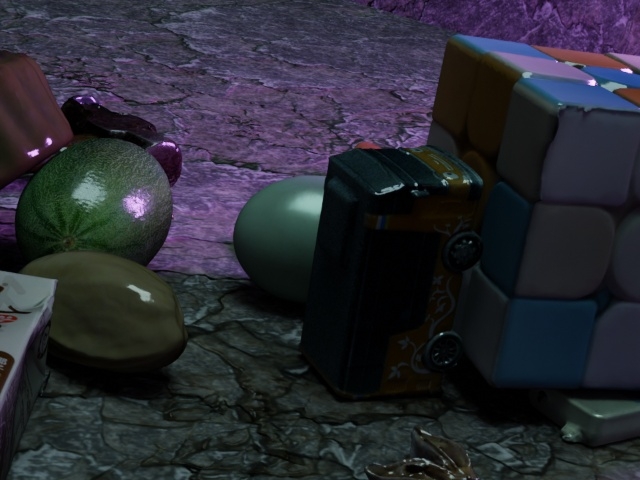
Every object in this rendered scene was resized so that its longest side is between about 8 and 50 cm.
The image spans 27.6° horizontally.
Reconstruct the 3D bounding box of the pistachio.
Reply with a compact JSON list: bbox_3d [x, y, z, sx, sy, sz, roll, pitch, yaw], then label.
[{"bbox_3d":[-0.243,0.079,1.439,0.226,0.136,0.136,16,20,29],"label":"pistachio"}]

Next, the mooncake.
[{"bbox_3d":[-0.461,-0.126,1.632,0.290,0.161,0.290,-27,13,7],"label":"mooncake"}]

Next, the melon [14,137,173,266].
[{"bbox_3d":[-0.277,-0.036,1.627,0.182,0.182,0.287,14,22,7],"label":"melon"}]

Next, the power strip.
[{"bbox_3d":[0.371,0.187,1.572,0.270,0.046,0.118,-5,27,-35],"label":"power strip"}]

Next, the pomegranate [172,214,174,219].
[{"bbox_3d":[-0.249,-0.051,1.844,0.084,0.073,0.073,30,24,7],"label":"pomegranate"}]

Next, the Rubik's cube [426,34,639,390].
[{"bbox_3d":[0.332,-0.037,1.595,0.347,0.347,0.344,6,20,-17],"label":"Rubik's cube"}]

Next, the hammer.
[{"bbox_3d":[-0.428,-0.117,1.922,0.409,0.095,0.242,-14,32,-39],"label":"hammer"}]

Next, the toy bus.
[{"bbox_3d":[0.078,0.034,1.495,0.167,0.275,0.138,-1,24,-26],"label":"toy bus"}]

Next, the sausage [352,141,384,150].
[{"bbox_3d":[0.155,-0.072,2.082,0.087,0.079,0.326,-3,27,-35],"label":"sausage"}]

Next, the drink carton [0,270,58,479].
[{"bbox_3d":[-0.372,0.131,1.223,0.194,0.132,0.324,10,20,-5],"label":"drink carton"}]

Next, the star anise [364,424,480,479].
[{"bbox_3d":[0.138,0.260,1.251,0.208,0.063,0.172,21,27,15],"label":"star anise"}]

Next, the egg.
[{"bbox_3d":[0.000,0.000,1.690,0.231,0.168,0.168,3,22,-19],"label":"egg"}]
